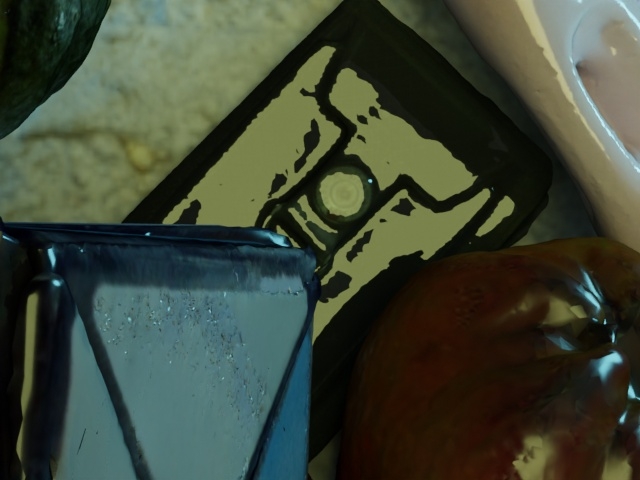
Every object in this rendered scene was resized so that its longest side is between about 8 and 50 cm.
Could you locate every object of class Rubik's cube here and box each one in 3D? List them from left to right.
[{"bbox_3d":[-0.178,0.133,0.669,0.310,0.305,0.307,0,86,21],"label":"Rubik's cube"}]

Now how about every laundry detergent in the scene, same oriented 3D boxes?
[{"bbox_3d":[0.176,-0.054,0.920,0.335,0.088,0.159,57,33,-9],"label":"laundry detergent"}]

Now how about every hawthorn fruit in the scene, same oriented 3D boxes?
[{"bbox_3d":[0.100,0.132,0.852,0.224,0.224,0.261,16,126,-15],"label":"hawthorn fruit"}]

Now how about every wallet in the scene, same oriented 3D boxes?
[{"bbox_3d":[0.000,0.000,0.909,0.168,0.052,0.245,45,79,-8],"label":"wallet"}]

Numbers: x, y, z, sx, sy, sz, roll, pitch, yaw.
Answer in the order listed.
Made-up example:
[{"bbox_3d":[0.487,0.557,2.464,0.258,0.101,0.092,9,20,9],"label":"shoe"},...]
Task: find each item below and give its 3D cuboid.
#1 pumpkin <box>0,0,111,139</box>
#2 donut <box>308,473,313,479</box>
[{"bbox_3d":[-0.237,-0.129,0.712,0.320,0.320,0.192,-5,108,-17],"label":"pumpkin"},{"bbox_3d":[-0.075,0.167,0.831,0.184,0.073,0.166,-38,68,12],"label":"donut"}]
